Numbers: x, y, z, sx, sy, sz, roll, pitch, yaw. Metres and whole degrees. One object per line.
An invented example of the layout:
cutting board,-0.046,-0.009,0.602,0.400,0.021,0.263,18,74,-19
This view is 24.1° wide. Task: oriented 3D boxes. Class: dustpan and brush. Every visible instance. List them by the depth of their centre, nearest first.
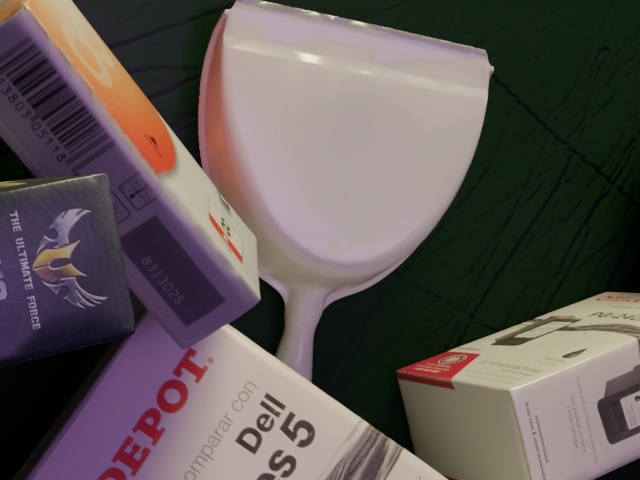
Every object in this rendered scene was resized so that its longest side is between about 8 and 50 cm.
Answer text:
dustpan and brush,0.000,0.000,0.746,0.147,0.060,0.211,10,82,-18

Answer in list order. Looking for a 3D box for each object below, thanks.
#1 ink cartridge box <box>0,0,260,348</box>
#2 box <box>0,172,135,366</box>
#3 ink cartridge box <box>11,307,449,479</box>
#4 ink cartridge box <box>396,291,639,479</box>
ink cartridge box,-0.080,-0.054,0.624,0.045,0.179,0.145,-32,112,14
box,-0.193,0.020,0.532,0.183,0.233,0.059,-14,98,-28
ink cartridge box,-0.021,0.181,0.644,0.273,0.115,0.198,35,67,-4
ink cartridge box,0.134,0.077,0.787,0.151,0.109,0.063,-19,99,-27
